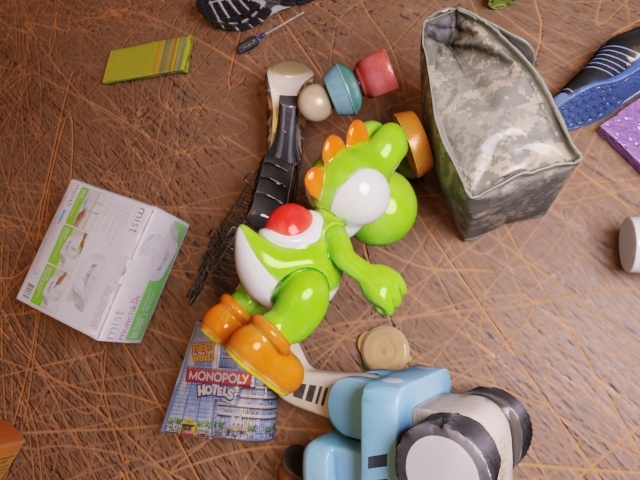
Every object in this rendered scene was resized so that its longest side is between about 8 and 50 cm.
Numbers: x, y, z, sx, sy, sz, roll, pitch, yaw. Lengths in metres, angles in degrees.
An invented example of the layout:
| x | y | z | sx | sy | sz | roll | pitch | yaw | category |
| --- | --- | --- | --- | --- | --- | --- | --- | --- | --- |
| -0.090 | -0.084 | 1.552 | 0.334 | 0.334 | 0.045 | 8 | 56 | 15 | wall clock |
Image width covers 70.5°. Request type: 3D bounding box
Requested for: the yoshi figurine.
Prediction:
| x | y | z | sx | sy | sz | roll | pitch | yaw | category |
| --- | --- | --- | --- | --- | --- | --- | --- | --- | --- |
| 0.021 | 0.017 | 0.604 | 0.203 | 0.203 | 0.362 | 33 | 79 | 7 | yoshi figurine |

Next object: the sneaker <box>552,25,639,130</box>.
| x | y | z | sx | sy | sz | roll | pitch | yaw | category |
| --- | --- | --- | --- | --- | --- | --- | --- | --- | --- |
| 0.459 | -0.266 | 0.728 | 0.232 | 0.081 | 0.091 | -29 | 45 | 16 | sneaker |

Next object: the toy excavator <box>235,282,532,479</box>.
| x | y | z | sx | sy | sz | roll | pitch | yaw | category |
| --- | --- | --- | --- | --- | --- | --- | --- | --- | --- |
| 0.047 | 0.255 | 0.651 | 0.444 | 0.222 | 0.434 | -4 | 84 | 34 | toy excavator |

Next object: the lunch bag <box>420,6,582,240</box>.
| x | y | z | sx | sy | sz | roll | pitch | yaw | category |
| --- | --- | --- | --- | --- | --- | --- | --- | --- | --- |
| 0.238 | -0.174 | 0.681 | 0.168 | 0.235 | 0.287 | -20 | 71 | 10 | lunch bag |

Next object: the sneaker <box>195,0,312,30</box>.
| x | y | z | sx | sy | sz | roll | pitch | yaw | category |
| --- | --- | --- | --- | --- | --- | --- | --- | --- | --- |
| -0.130 | -0.558 | 0.990 | 0.299 | 0.111 | 0.121 | -13 | 62 | 9 | sneaker |

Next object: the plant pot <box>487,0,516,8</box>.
| x | y | z | sx | sy | sz | roll | pitch | yaw | category |
| --- | --- | --- | --- | --- | --- | --- | --- | --- | --- |
| 0.330 | -0.472 | 0.825 | 0.083 | 0.083 | 0.079 | -3 | 88 | 17 | plant pot |

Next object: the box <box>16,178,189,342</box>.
| x | y | z | sx | sy | sz | roll | pitch | yaw | category |
| --- | --- | --- | --- | --- | --- | --- | --- | --- | --- |
| -0.428 | 0.039 | 0.902 | 0.231 | 0.127 | 0.262 | 17 | 81 | 21 | box |

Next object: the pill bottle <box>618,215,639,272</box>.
| x | y | z | sx | sy | sz | roll | pitch | yaw | category |
| --- | --- | --- | --- | --- | --- | --- | --- | --- | --- |
| 0.524 | 0.007 | 0.610 | 0.193 | 0.108 | 0.108 | 1 | 76 | 19 | pill bottle |

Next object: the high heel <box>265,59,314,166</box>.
| x | y | z | sx | sy | sz | roll | pitch | yaw | category |
| --- | --- | --- | --- | --- | --- | --- | --- | --- | --- |
| -0.068 | -0.237 | 0.899 | 0.093 | 0.186 | 0.261 | 6 | 41 | -5 | high heel |

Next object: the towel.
| x | y | z | sx | sy | sz | roll | pitch | yaw | category |
| --- | --- | --- | --- | --- | --- | --- | --- | --- | --- |
| -0.412 | -0.429 | 1.083 | 0.237 | 0.021 | 0.102 | -1 | 70 | 19 | towel |

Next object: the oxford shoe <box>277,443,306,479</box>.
| x | y | z | sx | sy | sz | roll | pitch | yaw | category |
| --- | --- | --- | --- | --- | --- | --- | --- | --- | --- |
| 0.023 | 0.408 | 0.698 | 0.212 | 0.076 | 0.076 | 32 | 117 | 20 | oxford shoe |

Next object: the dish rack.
| x | y | z | sx | sy | sz | roll | pitch | yaw | category |
| --- | --- | --- | --- | --- | --- | --- | --- | --- | --- |
| -0.140 | -0.008 | 0.782 | 0.271 | 0.074 | 0.208 | -50 | 21 | 30 | dish rack |

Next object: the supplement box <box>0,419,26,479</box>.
| x | y | z | sx | sy | sz | roll | pitch | yaw | category |
| --- | --- | --- | --- | --- | --- | --- | --- | --- | --- |
| -0.696 | 0.483 | 0.897 | 0.080 | 0.078 | 0.234 | 31 | 87 | 20 | supplement box |

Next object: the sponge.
| x | y | z | sx | sy | sz | roll | pitch | yaw | category |
| --- | --- | --- | --- | --- | --- | --- | --- | --- | --- |
| 0.557 | -0.195 | 0.695 | 0.210 | 0.031 | 0.117 | -37 | 67 | 7 | sponge |

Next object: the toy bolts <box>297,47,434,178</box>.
| x | y | z | sx | sy | sz | roll | pitch | yaw | category |
| --- | --- | --- | --- | --- | --- | --- | --- | --- | --- |
| 0.062 | -0.174 | 0.723 | 0.158 | 0.218 | 0.229 | -22 | 100 | 8 | toy bolts |

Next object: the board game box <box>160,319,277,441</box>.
| x | y | z | sx | sy | sz | roll | pitch | yaw | category |
| --- | --- | --- | --- | --- | --- | --- | --- | --- | --- |
| -0.172 | 0.242 | 0.800 | 0.194 | 0.060 | 0.194 | -2 | 76 | 18 | board game box |

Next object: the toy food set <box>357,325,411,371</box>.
| x | y | z | sx | sy | sz | roll | pitch | yaw | category |
| --- | --- | --- | --- | --- | --- | --- | --- | --- | --- |
| 0.106 | 0.182 | 0.746 | 0.083 | 0.020 | 0.083 | -24 | 70 | 10 | toy food set |

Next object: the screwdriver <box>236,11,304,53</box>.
| x | y | z | sx | sy | sz | roll | pitch | yaw | category |
| --- | --- | --- | --- | --- | --- | --- | --- | --- | --- |
| -0.111 | -0.460 | 0.990 | 0.169 | 0.024 | 0.025 | -32 | 97 | 6 | screwdriver |
